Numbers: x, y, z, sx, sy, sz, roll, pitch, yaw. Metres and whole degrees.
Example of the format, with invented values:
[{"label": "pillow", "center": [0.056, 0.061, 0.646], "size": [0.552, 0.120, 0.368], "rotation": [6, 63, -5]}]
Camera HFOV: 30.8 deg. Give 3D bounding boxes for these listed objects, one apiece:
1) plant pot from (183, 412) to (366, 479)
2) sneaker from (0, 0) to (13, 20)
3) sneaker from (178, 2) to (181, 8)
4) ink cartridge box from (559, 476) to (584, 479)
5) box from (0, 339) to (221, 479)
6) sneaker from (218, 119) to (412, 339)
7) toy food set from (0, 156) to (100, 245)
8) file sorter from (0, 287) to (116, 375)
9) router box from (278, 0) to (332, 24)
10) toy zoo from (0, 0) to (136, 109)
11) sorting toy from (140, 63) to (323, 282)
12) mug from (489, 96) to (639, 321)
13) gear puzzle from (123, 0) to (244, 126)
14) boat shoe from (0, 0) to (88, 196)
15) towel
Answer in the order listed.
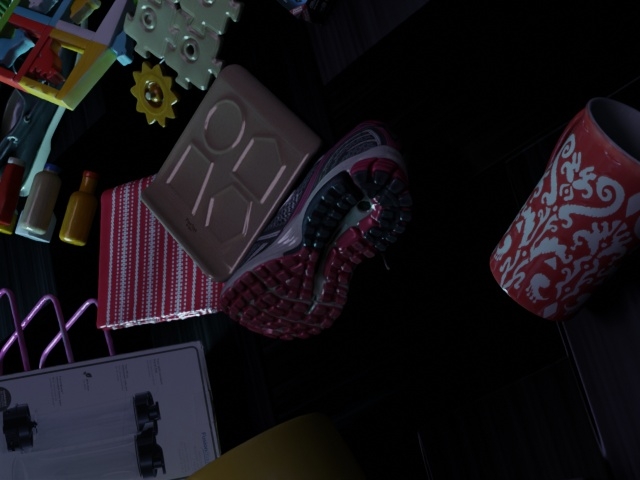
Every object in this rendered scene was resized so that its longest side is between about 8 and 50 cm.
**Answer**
[{"label": "plant pot", "center": [-0.037, 0.336, 1.139], "size": [0.254, 0.254, 0.239], "rotation": [-45, 70, 34]}, {"label": "sneaker", "center": [-0.526, -0.475, 1.865], "size": [0.145, 0.090, 0.270], "rotation": [-47, 57, 31]}, {"label": "sneaker", "center": [-0.167, -0.294, 1.493], "size": [0.119, 0.047, 0.057], "rotation": [-4, 93, 48]}, {"label": "ink cartridge box", "center": [0.148, 0.360, 0.954], "size": [0.198, 0.197, 0.270], "rotation": [-41, 57, 36]}, {"label": "box", "center": [-0.265, 0.229, 1.355], "size": [0.087, 0.290, 0.169], "rotation": [101, 157, -69]}, {"label": "sneaker", "center": [0.000, 0.000, 1.238], "size": [0.299, 0.121, 0.112], "rotation": [-45, 26, 35]}, {"label": "toy food set", "center": [-0.422, -0.062, 1.688], "size": [0.232, 0.111, 0.104], "rotation": [6, 78, 48]}, {"label": "file sorter", "center": [-0.439, 0.177, 1.542], "size": [0.202, 0.291, 0.182], "rotation": [-47, 51, 33]}, {"label": "router box", "center": [-0.023, -0.317, 1.340], "size": [0.122, 0.038, 0.092], "rotation": [46, 117, 40]}, {"label": "toy zoo", "center": [-0.374, -0.295, 1.633], "size": [0.293, 0.030, 0.192], "rotation": [24, 79, 31]}, {"label": "sorting toy", "center": [-0.106, -0.081, 1.380], "size": [0.208, 0.038, 0.193], "rotation": [-53, 54, 12]}, {"label": "mug", "center": [0.233, -0.027, 1.003], "size": [0.113, 0.150, 0.169], "rotation": [34, 120, 5]}, {"label": "gear puzzle", "center": [-0.162, -0.284, 1.443], "size": [0.175, 0.044, 0.339], "rotation": [38, 126, 24]}, {"label": "boat shoe", "center": [-0.447, -0.231, 1.728], "size": [0.127, 0.113, 0.340], "rotation": [43, 115, 42]}, {"label": "towel", "center": [-0.201, 0.008, 1.496], "size": [0.275, 0.031, 0.198], "rotation": [-11, 75, 44]}]
